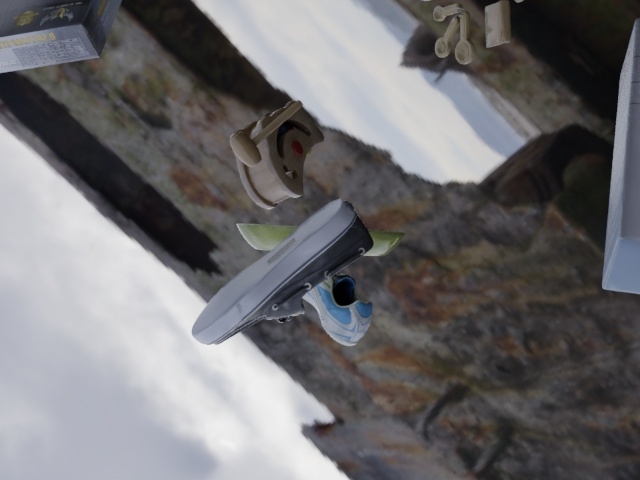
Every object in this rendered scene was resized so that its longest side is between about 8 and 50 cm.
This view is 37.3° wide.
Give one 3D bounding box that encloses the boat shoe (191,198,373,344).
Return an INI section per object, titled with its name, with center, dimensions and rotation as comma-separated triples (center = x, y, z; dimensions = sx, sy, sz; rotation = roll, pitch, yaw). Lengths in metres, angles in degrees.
[boat shoe]
center = -0.038, 0.051, 1.052
dimensions = 0.076, 0.228, 0.080
rotation = 48, -178, -19

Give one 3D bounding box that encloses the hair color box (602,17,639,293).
[hair color box]
center = 0.467, -0.105, 1.185
dimensions = 0.113, 0.185, 0.374
rotation = 84, -161, -54

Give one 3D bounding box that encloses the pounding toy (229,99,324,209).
[pounding toy]
center = -0.055, -0.160, 1.707
dimensions = 0.154, 0.155, 0.269
rotation = 62, -148, -10

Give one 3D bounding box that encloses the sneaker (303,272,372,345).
[sneaker]
center = 0.010, 0.074, 1.493
dimensions = 0.085, 0.086, 0.237
rotation = 20, -163, -39

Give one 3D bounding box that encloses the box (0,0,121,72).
[box]
center = -0.381, -0.301, 1.245
dimensions = 0.056, 0.231, 0.183
rotation = 69, -158, -46

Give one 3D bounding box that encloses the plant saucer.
[plant saucer]
center = 0.000, 0.000, 1.351
dimensions = 0.241, 0.241, 0.037
rotation = 6, -93, -71

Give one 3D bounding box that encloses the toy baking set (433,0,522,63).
[toy baking set]
center = 0.201, -0.376, 1.376
dimensions = 0.030, 0.197, 0.256
rotation = -4, -112, -35
